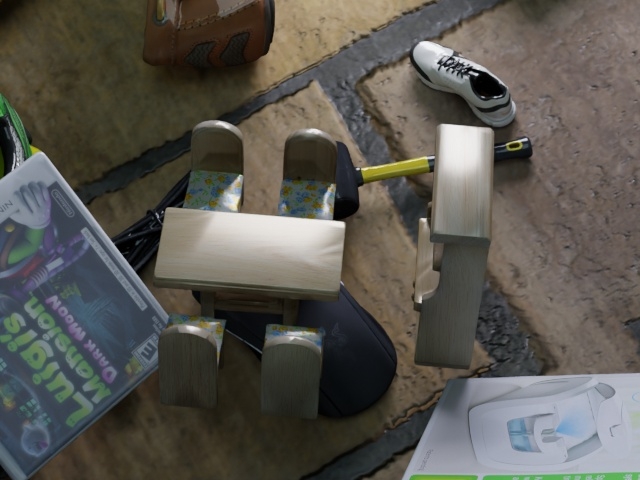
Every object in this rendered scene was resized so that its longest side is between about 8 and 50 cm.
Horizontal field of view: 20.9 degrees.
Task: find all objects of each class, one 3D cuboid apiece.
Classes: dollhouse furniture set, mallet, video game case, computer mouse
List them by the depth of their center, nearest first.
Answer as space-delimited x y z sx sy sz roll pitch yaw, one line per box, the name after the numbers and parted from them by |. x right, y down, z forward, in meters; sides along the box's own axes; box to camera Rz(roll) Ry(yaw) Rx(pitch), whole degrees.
0.000 0.000 1.291 0.242 0.161 0.212 5 49 1 | dollhouse furniture set
-0.221 0.057 1.319 0.173 0.022 0.190 -40 100 -24 | video game case
-0.075 0.057 1.393 0.184 0.060 0.262 -37 68 -13 | computer mouse
0.080 -0.070 1.455 0.189 0.039 0.062 -16 63 -8 | mallet

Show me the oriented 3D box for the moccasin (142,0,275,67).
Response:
-0.136 -0.325 1.539 0.147 0.139 0.380 -6 75 -8 | moccasin

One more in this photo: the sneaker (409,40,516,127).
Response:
0.122 -0.141 1.475 0.109 0.044 0.040 34 75 20 | sneaker

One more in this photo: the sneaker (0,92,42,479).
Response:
-0.290 0.030 1.377 0.134 0.146 0.343 -7 67 2 | sneaker

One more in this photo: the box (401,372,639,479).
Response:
0.184 0.190 1.180 0.231 0.262 0.127 -3 104 15 | box
